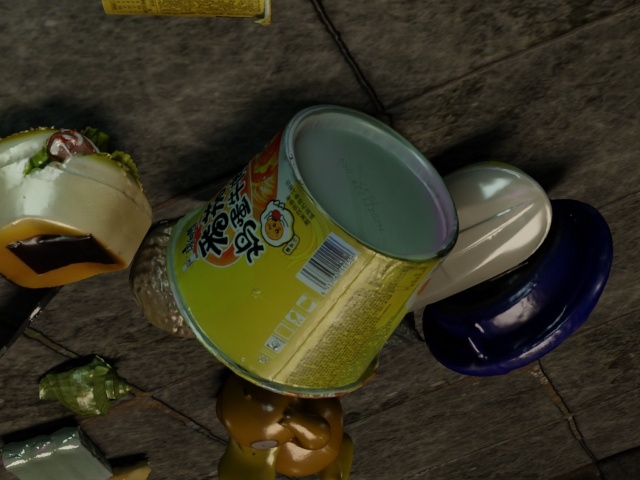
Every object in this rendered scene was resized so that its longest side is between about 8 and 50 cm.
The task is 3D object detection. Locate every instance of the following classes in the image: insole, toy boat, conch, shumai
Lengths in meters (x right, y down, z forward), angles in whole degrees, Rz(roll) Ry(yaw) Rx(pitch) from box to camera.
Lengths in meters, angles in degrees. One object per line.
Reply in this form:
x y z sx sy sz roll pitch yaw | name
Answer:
-0.376 0.136 1.639 0.309 0.012 0.110 -44 -173 41 | insole
0.147 -0.009 1.642 0.269 0.140 0.141 -29 154 22 | toy boat
-0.302 0.185 1.827 0.121 0.074 0.089 2 121 -5 | conch
-0.146 0.044 1.585 0.146 0.145 0.116 -14 178 -11 | shumai

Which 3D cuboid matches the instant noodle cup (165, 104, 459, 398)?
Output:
0.000 0.000 1.432 0.264 0.264 0.200 2 139 -39 | instant noodle cup

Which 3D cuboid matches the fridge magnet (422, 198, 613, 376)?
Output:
0.230 0.047 1.709 0.265 0.265 0.112 -30 121 23 | fridge magnet

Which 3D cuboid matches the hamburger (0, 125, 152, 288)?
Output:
-0.248 -0.031 1.333 0.173 0.116 0.210 -14 161 9 | hamburger

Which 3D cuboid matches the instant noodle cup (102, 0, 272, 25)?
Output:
-0.098 -0.222 0.999 0.122 0.151 0.151 -6 156 -1 | instant noodle cup

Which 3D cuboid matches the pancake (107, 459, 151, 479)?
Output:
-0.396 0.429 2.268 0.266 0.057 0.244 -15 160 -16 | pancake

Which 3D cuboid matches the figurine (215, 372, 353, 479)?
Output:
-0.057 0.266 2.057 0.215 0.215 0.228 -35 166 32 | figurine

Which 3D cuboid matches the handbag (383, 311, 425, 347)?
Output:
0.022 0.102 1.857 0.175 0.088 0.270 -20 157 21 | handbag

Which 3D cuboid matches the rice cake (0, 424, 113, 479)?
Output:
-0.384 0.321 2.060 0.127 0.043 0.237 -17 158 -5 | rice cake
